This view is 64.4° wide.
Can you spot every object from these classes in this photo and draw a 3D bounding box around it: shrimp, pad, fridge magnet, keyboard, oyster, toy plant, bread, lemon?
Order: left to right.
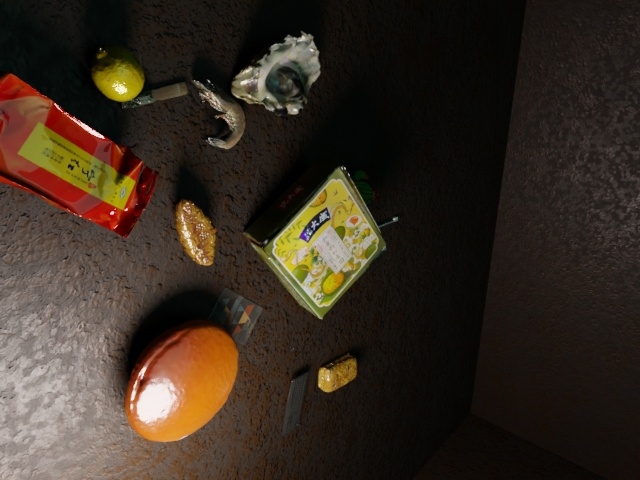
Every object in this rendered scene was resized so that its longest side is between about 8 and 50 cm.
[{"bbox_3d":[-0.448,-0.369,1.120,0.109,0.109,0.133,-57,149,-18],"label":"lemon"},{"bbox_3d":[-0.393,0.396,1.455,0.363,0.155,0.364,-23,122,-44],"label":"fridge magnet"},{"bbox_3d":[-0.347,-0.032,1.406,0.105,0.076,0.233,-33,136,-24],"label":"bread"},{"bbox_3d":[-0.288,-0.341,1.382,0.219,0.046,0.152,44,67,-50],"label":"shrimp"},{"bbox_3d":[-0.278,0.250,1.663,0.211,0.003,0.143,40,73,-51],"label":"pad"},{"bbox_3d":[-0.114,-0.488,1.492,0.351,0.114,0.238,-33,137,-33],"label":"oyster"},{"bbox_3d":[-0.095,0.597,1.996,0.103,0.041,0.381,-14,115,-48],"label":"keyboard"},{"bbox_3d":[0.078,0.566,2.169,0.211,0.083,0.114,-16,112,-49],"label":"bread"},{"bbox_3d":[0.149,-0.193,1.950,0.240,0.088,0.155,-37,116,-46],"label":"toy plant"}]

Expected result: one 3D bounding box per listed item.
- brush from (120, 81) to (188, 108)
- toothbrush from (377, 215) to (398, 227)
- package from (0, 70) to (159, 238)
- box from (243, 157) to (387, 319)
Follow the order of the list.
[{"bbox_3d":[-0.401,-0.358,1.248,0.190,0.027,0.034,-31,129,-42],"label":"brush"},{"bbox_3d":[0.277,-0.073,2.209,0.219,0.016,0.019,-21,119,-45],"label":"toothbrush"},{"bbox_3d":[-0.547,-0.171,1.064,0.423,0.123,0.196,36,78,-52],"label":"package"},{"bbox_3d":[0.000,0.000,1.716,0.373,0.138,0.420,-46,129,-14],"label":"box"}]
